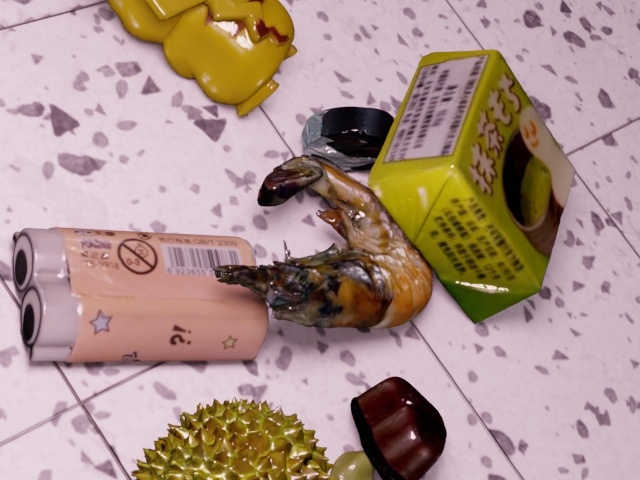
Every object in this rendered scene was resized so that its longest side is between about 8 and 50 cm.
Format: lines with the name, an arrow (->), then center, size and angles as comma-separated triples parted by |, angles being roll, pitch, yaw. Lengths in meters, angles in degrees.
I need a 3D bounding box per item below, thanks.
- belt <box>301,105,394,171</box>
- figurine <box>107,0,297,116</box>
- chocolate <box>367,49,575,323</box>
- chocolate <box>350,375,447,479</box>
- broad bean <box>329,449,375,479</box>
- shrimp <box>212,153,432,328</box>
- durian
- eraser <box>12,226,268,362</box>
belt -> 0.043, -0.146, 1.834 | 0.140, 0.105, 0.058 | 1, 61, -3
figurine -> -0.181, -0.319, 1.767 | 0.327, 0.169, 0.218 | 32, 44, -12
chocolate -> 0.228, -0.089, 1.832 | 0.288, 0.137, 0.301 | 51, 42, -28
chocolate -> 0.115, 0.242, 1.614 | 0.125, 0.080, 0.148 | 30, 26, -35
broad bean -> 0.039, 0.295, 1.584 | 0.063, 0.045, 0.083 | 35, 54, -26
shrimp -> 0.000, 0.000, 1.664 | 0.445, 0.085, 0.272 | -9, 66, -56
durian -> -0.098, 0.275, 1.423 | 0.237, 0.176, 0.200 | -23, 46, -31
eraser -> -0.215, 0.060, 1.551 | 0.291, 0.087, 0.171 | 3, 57, -32
